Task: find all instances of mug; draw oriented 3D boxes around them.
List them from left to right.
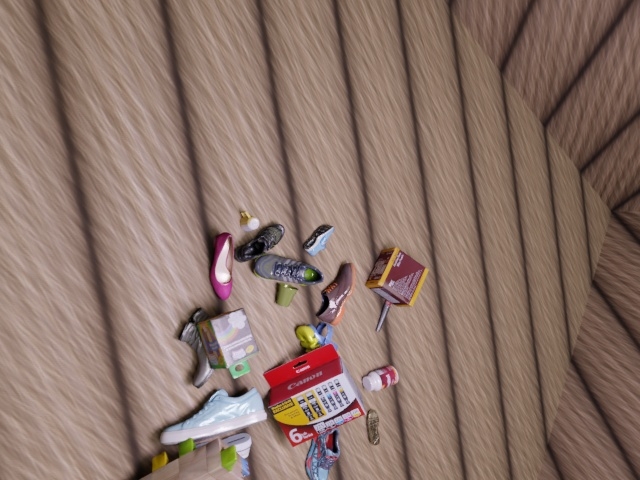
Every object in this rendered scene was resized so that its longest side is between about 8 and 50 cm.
[{"bbox_3d":[-0.266,-0.067,1.676,0.078,0.064,0.062,29,75,-29],"label":"mug"}]

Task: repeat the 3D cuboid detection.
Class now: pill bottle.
[{"bbox_3d":[0.266,0.618,2.002,0.152,0.086,0.086,-9,94,-32],"label":"pill bottle"}]

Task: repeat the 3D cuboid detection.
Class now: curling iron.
[{"bbox_3d":[0.321,0.297,2.072,0.068,0.035,0.274,37,70,-27],"label":"curling iron"}]

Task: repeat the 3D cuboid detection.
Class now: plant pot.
[{"bbox_3d":[-0.137,0.216,1.756,0.083,0.083,0.079,16,93,-32],"label":"plant pot"}]

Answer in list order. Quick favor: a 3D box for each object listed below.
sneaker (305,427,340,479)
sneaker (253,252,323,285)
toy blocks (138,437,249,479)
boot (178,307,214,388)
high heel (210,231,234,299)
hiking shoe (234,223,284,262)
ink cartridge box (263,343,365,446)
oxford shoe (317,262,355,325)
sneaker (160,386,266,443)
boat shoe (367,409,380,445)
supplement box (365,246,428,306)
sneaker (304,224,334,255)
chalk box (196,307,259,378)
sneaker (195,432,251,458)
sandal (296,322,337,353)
[{"bbox_3d":[0.017,0.861,1.813,0.104,0.125,0.262,10,84,-32],"label":"sneaker"},{"bbox_3d":[-0.116,0.113,1.737,0.299,0.121,0.111,10,84,-33],"label":"sneaker"},{"bbox_3d":[-0.384,0.799,1.456,0.381,0.191,0.261,-28,128,1],"label":"toy blocks"},{"bbox_3d":[-0.428,0.371,1.565,0.161,0.083,0.247,34,64,-23],"label":"boot"},{"bbox_3d":[-0.335,0.093,1.596,0.082,0.117,0.244,1,89,-33],"label":"high heel"},{"bbox_3d":[-0.208,0.013,1.682,0.227,0.114,0.086,-38,110,-27],"label":"hiking shoe"},{"bbox_3d":[-0.030,0.581,1.701,0.309,0.130,0.272,-27,105,4],"label":"ink cartridge box"},{"bbox_3d":[0.068,0.212,1.875,0.098,0.097,0.271,25,76,-24],"label":"oxford shoe"},{"bbox_3d":[-0.379,0.608,1.579,0.365,0.135,0.150,-5,63,-29],"label":"sneaker"},{"bbox_3d":[0.232,0.831,2.009,0.056,0.048,0.153,-7,87,-21],"label":"boat shoe"},{"bbox_3d":[0.340,0.165,2.007,0.194,0.129,0.191,33,71,-14],"label":"supplement box"},{"bbox_3d":[0.000,0.000,1.863,0.162,0.063,0.073,-46,130,-20],"label":"sneaker"},{"bbox_3d":[-0.305,0.354,1.521,0.132,0.132,0.213,-17,87,-38],"label":"chalk box"},{"bbox_3d":[-0.363,0.765,1.586,0.258,0.094,0.091,-2,99,-29],"label":"sneaker"},{"bbox_3d":[0.024,0.464,1.829,0.138,0.126,0.318,-29,106,-34],"label":"sandal"}]
